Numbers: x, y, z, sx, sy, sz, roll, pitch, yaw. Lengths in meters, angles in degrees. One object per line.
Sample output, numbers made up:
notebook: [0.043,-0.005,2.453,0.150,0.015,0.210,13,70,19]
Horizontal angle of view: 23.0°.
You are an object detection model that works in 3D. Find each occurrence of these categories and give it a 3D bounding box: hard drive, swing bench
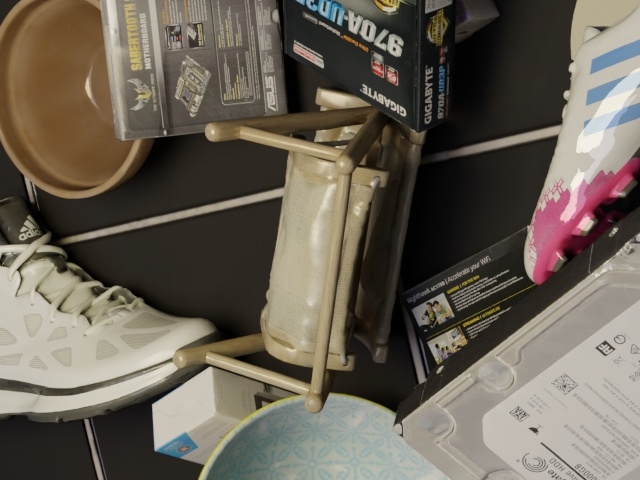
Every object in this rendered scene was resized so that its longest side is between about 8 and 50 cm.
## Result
hard drive: [0.262,0.146,1.462,0.237,0.064,0.339,40,125,-12]
swing bench: [0.000,0.000,1.562,0.165,0.255,0.253,16,110,24]

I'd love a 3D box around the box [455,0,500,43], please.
box: [0.069,-0.346,1.549,0.063,0.067,0.324,-31,83,36]

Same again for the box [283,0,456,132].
box: [0.044,-0.228,1.535,0.220,0.051,0.175,36,139,42]

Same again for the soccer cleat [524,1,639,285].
soccer cleat: [0.272,-0.111,1.446,0.143,0.116,0.331,49,120,33]

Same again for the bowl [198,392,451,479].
bowl: [-0.007,0.316,1.658,0.289,0.289,0.156,61,160,9]

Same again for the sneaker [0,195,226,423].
sneaker: [-0.312,0.071,1.837,0.448,0.169,0.257,-9,97,38]

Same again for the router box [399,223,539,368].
router box: [0.181,0.074,1.574,0.179,0.046,0.133,-30,82,35]

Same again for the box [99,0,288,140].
box: [-0.136,-0.227,1.651,0.056,0.183,0.231,-155,58,-74]

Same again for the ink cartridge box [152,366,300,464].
ink cartridge box: [-0.084,0.206,1.734,0.104,0.180,0.060,-34,50,34]

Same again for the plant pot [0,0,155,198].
plant pot: [-0.255,-0.171,1.782,0.237,0.110,0.237,8,105,34]
